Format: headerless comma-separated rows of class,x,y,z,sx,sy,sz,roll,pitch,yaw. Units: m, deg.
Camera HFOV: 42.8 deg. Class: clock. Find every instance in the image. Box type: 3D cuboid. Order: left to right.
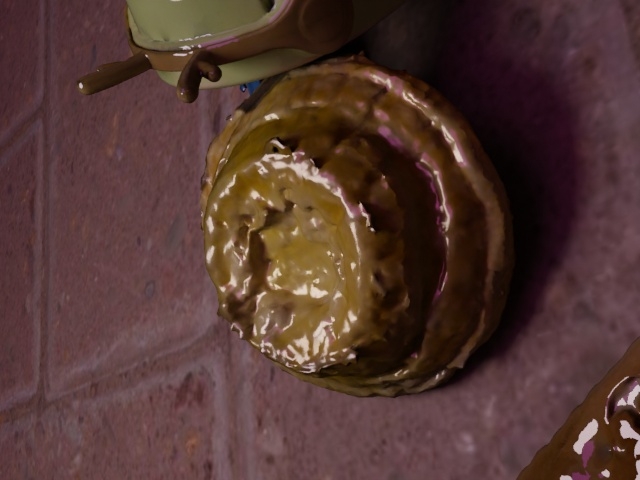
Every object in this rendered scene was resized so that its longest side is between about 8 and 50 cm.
clock,-0.055,-0.206,0.655,0.235,0.308,0.096,9,134,37

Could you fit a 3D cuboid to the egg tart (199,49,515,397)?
egg tart,0.000,0.000,0.618,0.290,0.115,0.290,11,109,35

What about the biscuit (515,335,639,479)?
biscuit,0.190,0.201,0.471,0.325,0.044,0.217,-59,43,24

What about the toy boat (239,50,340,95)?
toy boat,-0.015,-0.114,0.744,0.097,0.100,0.223,109,147,-50
